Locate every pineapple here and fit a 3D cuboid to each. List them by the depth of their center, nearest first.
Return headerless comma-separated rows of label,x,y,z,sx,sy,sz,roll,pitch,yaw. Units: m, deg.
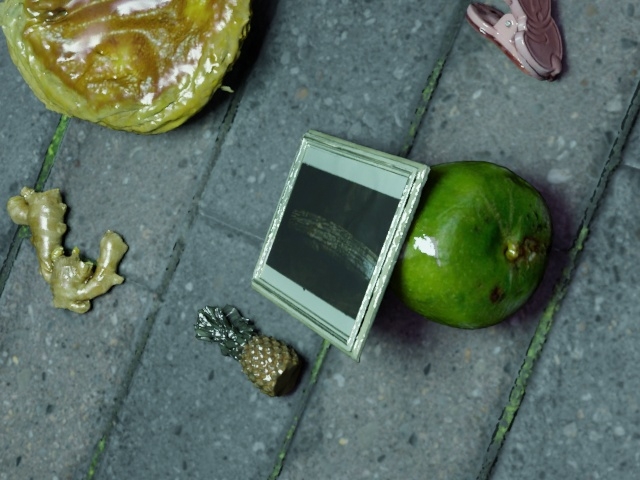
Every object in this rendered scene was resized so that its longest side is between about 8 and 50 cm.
pineapple,-0.099,0.137,1.298,0.159,0.074,0.074,33,96,27

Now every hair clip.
hair clip,0.252,-0.269,1.197,0.138,0.123,0.102,52,130,22

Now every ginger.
ginger,-0.368,0.013,1.411,0.193,0.052,0.176,1,79,19

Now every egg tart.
egg tart,-0.237,-0.297,1.345,0.339,0.153,0.351,39,101,14

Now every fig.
fig,0.141,0.003,1.199,0.235,0.203,0.203,3,84,62

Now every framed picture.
framed picture,0.009,-0.009,1.198,0.293,0.018,0.231,26,97,59
